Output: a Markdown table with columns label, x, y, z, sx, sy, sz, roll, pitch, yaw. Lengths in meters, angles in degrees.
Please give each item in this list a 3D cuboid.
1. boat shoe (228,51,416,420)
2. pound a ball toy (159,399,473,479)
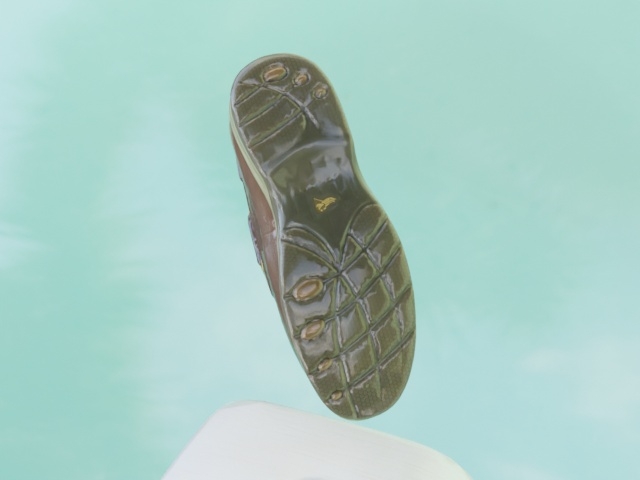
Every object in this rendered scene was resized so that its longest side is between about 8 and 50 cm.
| label | x | y | z | sx | sy | sz | roll | pitch | yaw |
| --- | --- | --- | --- | --- | --- | --- | --- | --- | --- |
| boat shoe | 0.000 | 0.000 | 0.777 | 0.060 | 0.064 | 0.178 | 134 | 119 | -76 |
| pound a ball toy | -0.019 | 0.214 | 0.579 | 0.135 | 0.208 | 0.319 | 14 | 40 | 21 |
